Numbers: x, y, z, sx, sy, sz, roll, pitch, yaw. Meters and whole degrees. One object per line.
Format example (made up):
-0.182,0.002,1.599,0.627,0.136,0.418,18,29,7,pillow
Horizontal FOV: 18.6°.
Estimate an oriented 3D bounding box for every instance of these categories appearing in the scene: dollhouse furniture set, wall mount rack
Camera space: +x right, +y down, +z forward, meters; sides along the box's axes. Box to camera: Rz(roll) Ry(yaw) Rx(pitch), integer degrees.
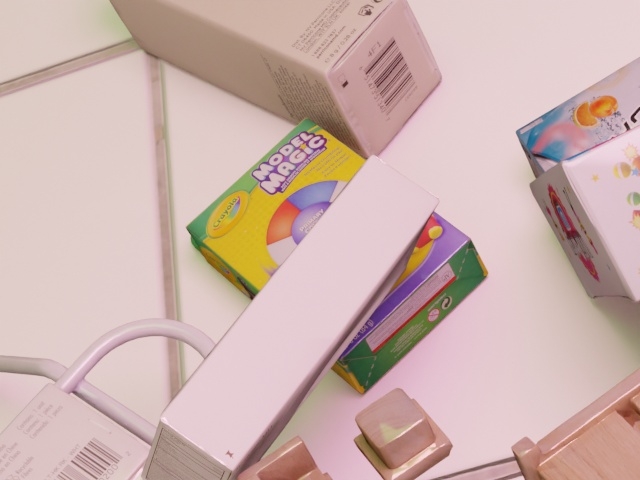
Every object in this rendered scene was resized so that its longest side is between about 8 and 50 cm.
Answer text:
0.185,0.173,1.131,0.355,0.174,0.303,-33,42,-8,dollhouse furniture set
-0.217,0.190,1.304,0.304,0.130,0.350,30,64,28,wall mount rack

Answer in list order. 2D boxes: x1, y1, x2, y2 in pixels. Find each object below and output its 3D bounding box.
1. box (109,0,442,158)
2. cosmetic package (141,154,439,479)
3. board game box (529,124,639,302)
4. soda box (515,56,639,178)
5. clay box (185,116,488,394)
-0.045,-0.170,1.527,0.275,0.113,0.094,29,70,36,box
-0.019,0.060,1.244,0.060,0.099,0.239,36,60,5,cosmetic package
0.293,-0.069,1.214,0.303,0.224,0.097,-28,88,0,board game box
0.233,-0.088,1.367,0.183,0.063,0.058,-32,47,0,soda box
0.000,0.000,1.415,0.127,0.053,0.222,-43,50,-11,clay box
